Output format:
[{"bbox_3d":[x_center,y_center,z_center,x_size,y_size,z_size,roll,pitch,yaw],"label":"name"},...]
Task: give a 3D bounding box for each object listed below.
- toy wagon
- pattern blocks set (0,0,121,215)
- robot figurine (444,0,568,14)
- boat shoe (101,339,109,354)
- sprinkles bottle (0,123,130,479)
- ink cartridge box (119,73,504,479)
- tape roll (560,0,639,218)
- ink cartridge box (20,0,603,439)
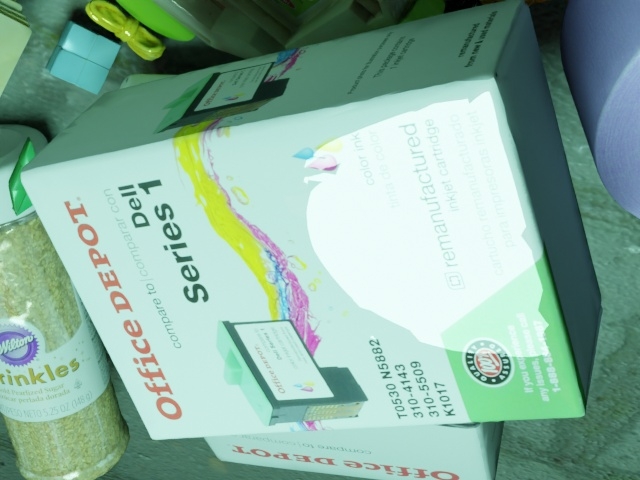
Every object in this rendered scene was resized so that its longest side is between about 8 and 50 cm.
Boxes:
[{"bbox_3d":[-0.080,-0.195,0.683,0.267,0.068,0.344,37,164,-17],"label":"toy wagon"},{"bbox_3d":[-0.322,-0.140,0.775,0.325,0.285,0.026,35,180,-37],"label":"pattern blocks set"},{"bbox_3d":[0.088,-0.250,0.608,0.211,0.085,0.291,-21,127,37],"label":"robot figurine"},{"bbox_3d":[-0.152,0.129,1.134,0.254,0.095,0.079,34,136,-18],"label":"boat shoe"},{"bbox_3d":[-0.278,0.070,1.015,0.121,0.121,0.355,2,122,18],"label":"sprinkles bottle"},{"bbox_3d":[0.004,0.053,0.901,0.286,0.166,0.395,4,146,18],"label":"ink cartridge box"},{"bbox_3d":[0.288,-0.116,0.624,0.275,0.090,0.274,-6,146,-4],"label":"tape roll"},{"bbox_3d":[0.000,0.000,0.610,0.278,0.117,0.201,-8,118,25],"label":"ink cartridge box"}]
